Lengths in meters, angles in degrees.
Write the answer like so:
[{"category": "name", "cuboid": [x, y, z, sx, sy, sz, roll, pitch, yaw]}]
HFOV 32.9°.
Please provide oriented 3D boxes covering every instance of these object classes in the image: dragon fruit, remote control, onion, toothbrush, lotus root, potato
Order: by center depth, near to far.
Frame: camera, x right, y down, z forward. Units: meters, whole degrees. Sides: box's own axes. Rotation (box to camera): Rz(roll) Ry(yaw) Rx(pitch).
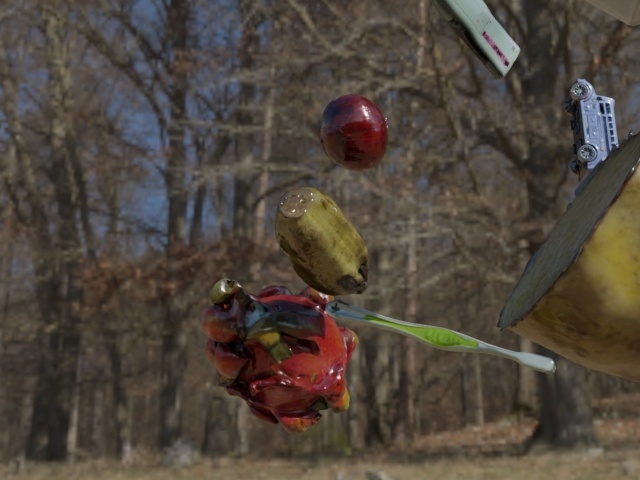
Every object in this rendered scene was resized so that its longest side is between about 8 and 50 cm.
[{"category": "toothbrush", "cuboid": [0.117, 0.098, 1.121, 0.263, 0.022, 0.026, 14, -14, 28]}, {"category": "potato", "cuboid": [0.392, 0.046, 1.280, 0.237, 0.300, 0.289, 34, -6, 1]}, {"category": "remote control", "cuboid": [0.221, -0.304, 1.527, 0.166, 0.065, 0.029, 44, -26, -23]}, {"category": "lotus root", "cuboid": [0.000, 0.000, 1.569, 0.097, 0.110, 0.258, 18, -21, 30]}, {"category": "dragon fruit", "cuboid": [-0.074, 0.182, 1.735, 0.307, 0.227, 0.243, 1, -56, -40]}, {"category": "onion", "cuboid": [0.057, -0.181, 1.813, 0.131, 0.131, 0.131, 0, -22, 0]}]

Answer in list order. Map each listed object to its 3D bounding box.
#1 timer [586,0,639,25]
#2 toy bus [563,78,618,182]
[{"category": "timer", "cuboid": [0.279, -0.353, 0.999, 0.195, 0.192, 0.194, 35, -26, 17]}, {"category": "toy bus", "cuboid": [0.449, -0.182, 1.790, 0.076, 0.167, 0.073, -1, -17, 0]}]
